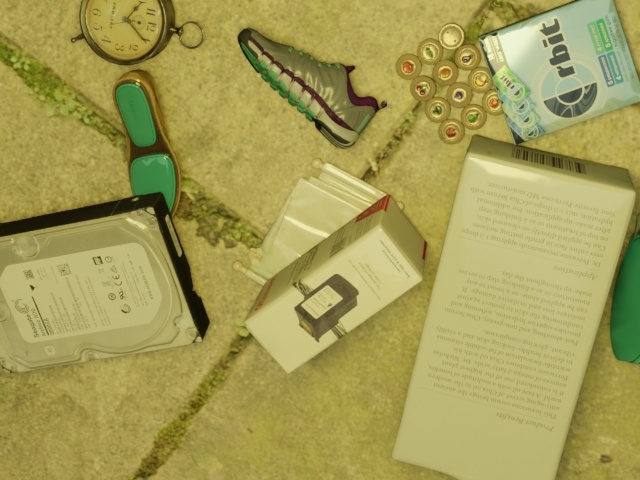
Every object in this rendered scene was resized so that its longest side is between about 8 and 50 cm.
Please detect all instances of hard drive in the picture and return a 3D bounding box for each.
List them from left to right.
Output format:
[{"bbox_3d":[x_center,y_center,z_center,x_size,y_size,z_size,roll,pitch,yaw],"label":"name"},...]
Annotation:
[{"bbox_3d":[-0.362,0.070,1.769,0.338,0.064,0.237,-9,116,15],"label":"hard drive"}]

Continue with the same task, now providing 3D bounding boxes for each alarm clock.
[{"bbox_3d":[-0.255,-0.312,1.677,0.192,0.064,0.129,17,107,8],"label":"alarm clock"}]

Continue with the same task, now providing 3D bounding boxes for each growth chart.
[{"bbox_3d":[0.000,0.000,1.732,0.172,0.021,0.237,36,108,0],"label":"growth chart"}]

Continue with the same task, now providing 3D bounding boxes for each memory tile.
[{"bbox_3d":[0.184,-0.218,1.645,0.113,0.012,0.148,-33,96,16],"label":"memory tile"}]

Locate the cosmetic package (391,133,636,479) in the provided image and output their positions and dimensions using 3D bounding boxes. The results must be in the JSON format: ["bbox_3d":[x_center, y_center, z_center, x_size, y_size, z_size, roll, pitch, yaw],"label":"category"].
[{"bbox_3d":[0.263,0.104,1.635,0.230,0.161,0.453,15,106,6],"label":"cosmetic package"}]

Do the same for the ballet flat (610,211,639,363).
[{"bbox_3d":[0.499,-0.017,1.583,0.147,0.147,0.409,9,107,8],"label":"ballet flat"}]

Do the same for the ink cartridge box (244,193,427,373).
[{"bbox_3d":[0.024,0.059,1.643,0.237,0.172,0.100,-36,99,16],"label":"ink cartridge box"}]

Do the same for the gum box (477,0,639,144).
[{"bbox_3d":[0.325,-0.234,1.594,0.184,0.041,0.157,-18,100,11],"label":"gum box"}]

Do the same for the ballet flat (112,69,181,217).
[{"bbox_3d":[-0.244,-0.140,1.715,0.080,0.073,0.232,-2,117,9],"label":"ballet flat"}]

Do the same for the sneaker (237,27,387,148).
[{"bbox_3d":[-0.013,-0.234,1.659,0.223,0.083,0.098,44,84,-4],"label":"sneaker"}]
